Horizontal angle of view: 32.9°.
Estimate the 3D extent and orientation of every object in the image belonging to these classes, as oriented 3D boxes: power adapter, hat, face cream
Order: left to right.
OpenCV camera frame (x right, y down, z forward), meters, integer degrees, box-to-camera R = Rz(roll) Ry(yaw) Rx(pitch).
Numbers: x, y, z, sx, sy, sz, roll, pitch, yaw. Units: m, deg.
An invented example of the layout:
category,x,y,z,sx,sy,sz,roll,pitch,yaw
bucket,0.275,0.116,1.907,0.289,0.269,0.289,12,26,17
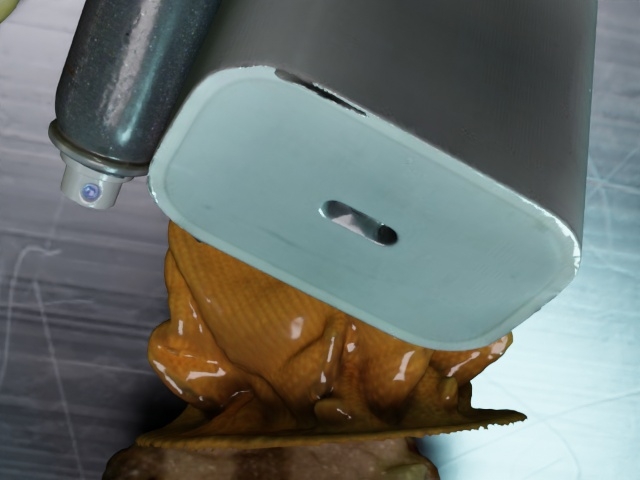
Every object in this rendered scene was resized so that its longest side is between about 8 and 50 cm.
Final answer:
category,x,y,z,sx,sy,sz,roll,pitch,yaw
face cream,-0.089,-0.148,0.609,0.073,0.073,0.283,20,112,-11
hat,0.000,0.000,0.657,0.233,0.244,0.233,-5,84,15
power adapter,0.041,-0.095,0.552,0.187,0.255,0.124,27,137,-14

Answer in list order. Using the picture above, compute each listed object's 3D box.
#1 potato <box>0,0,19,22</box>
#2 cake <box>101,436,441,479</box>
category,x,y,z,sx,sy,sz,roll,pitch,yaw
potato,-0.209,-0.141,0.614,0.068,0.062,0.083,29,74,11
cake,-0.002,0.253,0.710,0.293,0.196,0.199,-2,132,-3
